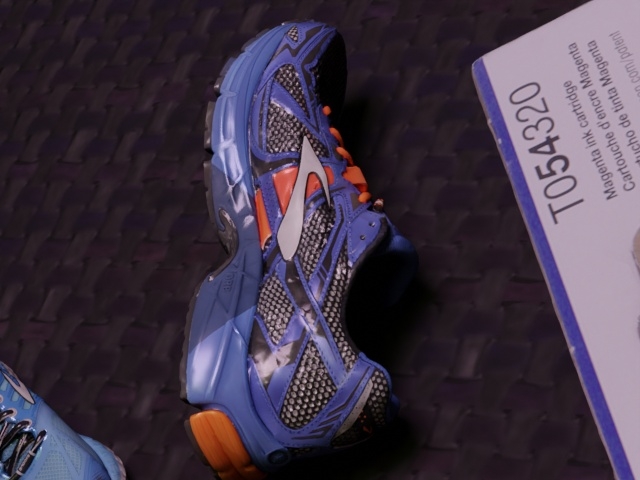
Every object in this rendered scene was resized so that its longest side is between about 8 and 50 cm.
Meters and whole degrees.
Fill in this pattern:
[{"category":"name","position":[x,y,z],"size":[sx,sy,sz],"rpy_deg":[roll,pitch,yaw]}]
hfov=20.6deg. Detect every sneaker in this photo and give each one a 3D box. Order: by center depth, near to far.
[{"category":"sneaker","position":[0.000,0.000,0.738],"size":[0.087,0.083,0.221],"rpy_deg":[-5,58,14]},{"category":"sneaker","position":[-0.147,0.084,0.759],"size":[0.063,0.073,0.162],"rpy_deg":[-50,45,-11]}]

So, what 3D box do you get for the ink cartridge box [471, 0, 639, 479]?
[{"category":"ink cartridge box","position":[0.243,-0.011,0.579],"size":[0.330,0.071,0.324],"rpy_deg":[-27,48,15]}]
